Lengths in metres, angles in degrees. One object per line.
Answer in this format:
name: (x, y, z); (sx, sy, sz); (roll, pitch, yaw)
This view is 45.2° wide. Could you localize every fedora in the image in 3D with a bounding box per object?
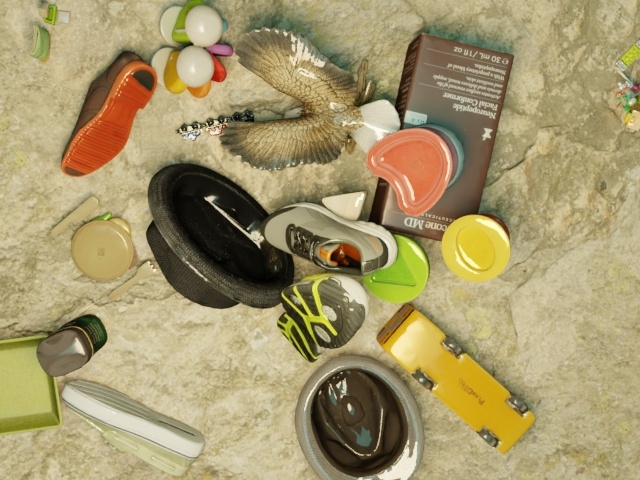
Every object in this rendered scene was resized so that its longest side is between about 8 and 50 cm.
fedora: (0.073, 0.364, 1.545); (0.243, 0.124, 0.275); (-31, 88, -4)
fedora: (-0.213, 0.019, 1.456); (0.334, 0.334, 0.152); (44, 120, -7)

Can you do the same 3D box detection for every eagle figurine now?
eagle figurine: (-0.023, -0.244, 1.447); (0.225, 0.298, 0.226); (-41, 58, 36)

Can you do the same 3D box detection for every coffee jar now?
coffee jar: (-0.469, 0.197, 1.454); (0.096, 0.184, 0.079); (-25, 96, -3)

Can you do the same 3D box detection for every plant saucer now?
plant saucer: (-0.611, 0.285, 1.519); (0.188, 0.045, 0.188); (-7, 95, -5)

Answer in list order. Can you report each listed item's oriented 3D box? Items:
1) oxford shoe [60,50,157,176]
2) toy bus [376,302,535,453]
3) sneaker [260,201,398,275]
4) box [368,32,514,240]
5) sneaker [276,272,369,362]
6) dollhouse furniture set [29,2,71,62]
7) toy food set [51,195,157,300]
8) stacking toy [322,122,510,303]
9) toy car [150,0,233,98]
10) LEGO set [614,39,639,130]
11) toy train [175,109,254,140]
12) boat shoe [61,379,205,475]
oxford shoe: (-0.419, -0.243, 1.489); (0.271, 0.097, 0.098); (-50, 53, 10)
toy bus: (0.272, 0.278, 1.554); (0.332, 0.130, 0.108); (42, 89, -7)
sneaker: (0.000, 0.000, 1.386); (0.271, 0.108, 0.100); (13, 116, 30)
box: (0.232, -0.193, 1.514); (0.191, 0.143, 0.382); (11, 95, -5)
sneaker: (0.018, 0.113, 1.407); (0.147, 0.385, 0.145); (-41, 88, -19)
dollhouse furniture set: (-0.506, -0.413, 1.461); (0.058, 0.076, 0.152); (8, 93, -5)
toy food set: (-0.427, 0.016, 1.524); (0.132, 0.038, 0.192); (-36, 102, 5)
stacking toy: (0.184, -0.046, 1.424); (0.279, 0.130, 0.309); (-30, 91, 27)
toy car: (-0.231, -0.361, 1.469); (0.136, 0.159, 0.182); (10, 93, -40)
LEGO set: (0.642, -0.323, 1.543); (0.107, 0.132, 0.287); (46, 67, -1)
toy train: (-0.208, -0.226, 1.527); (0.158, 0.027, 0.036); (-14, 106, -4)
boat shoe: (-0.378, 0.375, 1.517); (0.302, 0.109, 0.094); (28, 93, -9)
